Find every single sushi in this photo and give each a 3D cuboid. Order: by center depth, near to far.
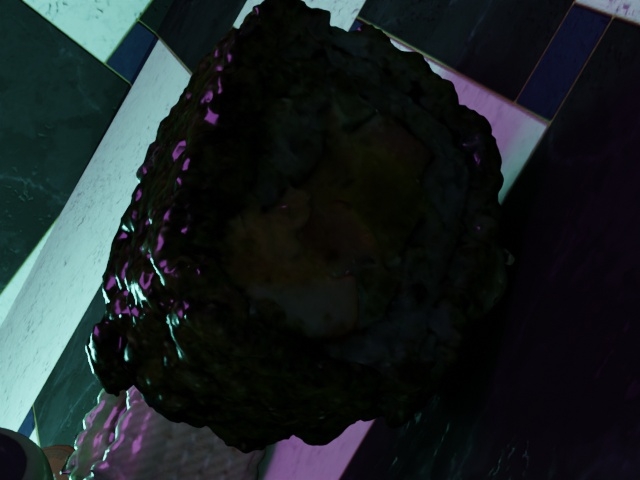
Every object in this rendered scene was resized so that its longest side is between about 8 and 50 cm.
[{"bbox_3d":[-0.003,-0.001,1.508,0.178,0.294,0.352,-43,22,53],"label":"sushi"}]

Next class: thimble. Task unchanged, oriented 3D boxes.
[{"bbox_3d":[-0.149,0.197,1.873,0.219,0.150,0.219,-54,18,27],"label":"thimble"}]

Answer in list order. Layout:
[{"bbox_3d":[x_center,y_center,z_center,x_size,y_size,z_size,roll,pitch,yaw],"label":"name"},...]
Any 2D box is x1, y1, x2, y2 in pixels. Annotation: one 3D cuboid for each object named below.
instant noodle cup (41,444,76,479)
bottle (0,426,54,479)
[{"bbox_3d":[-0.356,0.373,2.249,0.274,0.091,0.274,-34,24,17],"label":"instant noodle cup"},{"bbox_3d":[-0.321,0.357,1.889,0.168,0.168,0.347,-84,-11,-52],"label":"bottle"}]
